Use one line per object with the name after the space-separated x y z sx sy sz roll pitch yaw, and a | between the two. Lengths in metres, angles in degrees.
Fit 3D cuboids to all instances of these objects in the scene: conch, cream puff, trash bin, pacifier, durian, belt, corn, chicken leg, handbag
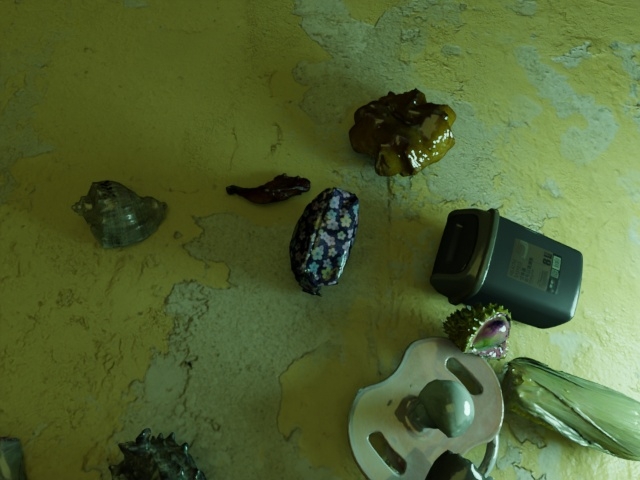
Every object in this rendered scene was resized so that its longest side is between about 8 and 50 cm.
-0.302 0.495 0.833 0.241 0.186 0.312 -19 87 19 | conch
0.212 -0.268 1.166 0.269 0.155 0.241 -24 66 -4 | cream puff
-0.469 -0.061 1.098 0.207 0.130 0.155 2 101 -24 | conch
0.398 0.062 1.024 0.291 0.182 0.209 21 67 0 | trash bin
0.207 0.329 0.891 0.332 0.273 0.220 -37 36 -16 | pacifier
0.331 0.166 0.957 0.108 0.187 0.119 -58 41 17 | durian
-0.593 0.464 0.893 0.071 0.053 0.232 -37 74 -7 | belt
0.514 0.336 0.942 0.305 0.122 0.123 19 88 6 | corn
-0.126 -0.125 1.148 0.205 0.053 0.093 -9 46 -13 | chicken leg
0.000 0.000 1.020 0.127 0.208 0.228 18 75 -10 | handbag

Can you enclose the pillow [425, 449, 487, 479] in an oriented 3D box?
0.219 0.513 0.784 0.228 0.101 0.326 -44 121 -17 | pillow
